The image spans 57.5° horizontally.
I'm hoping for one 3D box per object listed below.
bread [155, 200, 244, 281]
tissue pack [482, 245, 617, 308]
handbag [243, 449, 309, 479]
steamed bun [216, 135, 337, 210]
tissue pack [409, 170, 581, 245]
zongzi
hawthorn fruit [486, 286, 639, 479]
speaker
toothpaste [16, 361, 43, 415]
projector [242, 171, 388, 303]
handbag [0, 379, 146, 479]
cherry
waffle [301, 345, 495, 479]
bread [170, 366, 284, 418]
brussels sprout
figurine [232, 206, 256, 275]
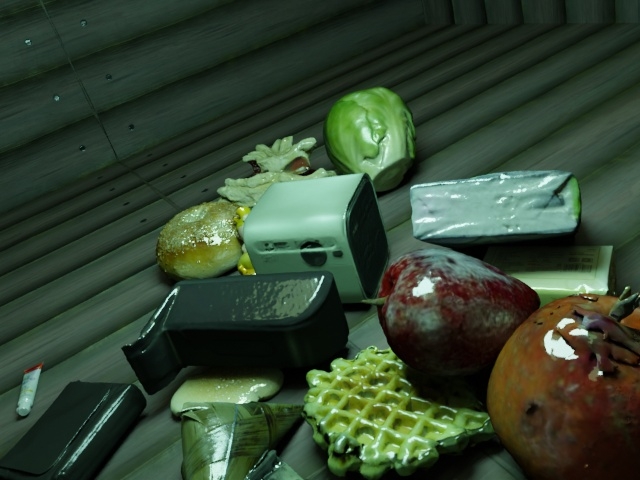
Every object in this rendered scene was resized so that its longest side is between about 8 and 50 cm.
[{"bbox_3d":[-0.323,-0.010,1.649,0.305,0.159,0.305,-15,28,8],"label":"bread"},{"bbox_3d":[0.419,0.092,1.083,0.234,0.125,0.159,-1,30,30],"label":"tissue pack"},{"bbox_3d":[-0.016,0.436,0.710,0.325,0.163,0.327,3,27,28],"label":"handbag"},{"bbox_3d":[-0.131,-0.222,1.898,0.427,0.189,0.247,-5,24,24],"label":"steamed bun"},{"bbox_3d":[0.364,-0.053,1.176,0.287,0.124,0.394,-3,-3,22],"label":"tissue pack"},{"bbox_3d":[-0.106,0.364,0.959,0.242,0.112,0.221,3,35,-19],"label":"zongzi"},{"bbox_3d":[0.369,0.183,0.780,0.275,0.308,0.276,-3,30,2],"label":"hawthorn fruit"},{"bbox_3d":[-0.154,0.186,1.128,0.388,0.180,0.184,-5,35,17],"label":"speaker"},{"bbox_3d":[-0.685,0.345,1.371,0.048,0.031,0.190,-26,27,-8],"label":"toothpaste"},{"bbox_3d":[0.000,0.000,1.353,0.249,0.249,0.248,-4,32,23],"label":"projector"},{"bbox_3d":[-0.487,0.385,1.146,0.223,0.080,0.247,-8,32,32],"label":"handbag"},{"bbox_3d":[0.218,0.117,0.969,0.300,0.203,0.230,0,9,-2],"label":"cherry"},{"bbox_3d":[0.117,0.276,0.981,0.297,0.073,0.317,-12,20,-8],"label":"waffle"},{"bbox_3d":[-0.171,0.285,1.173,0.250,0.039,0.181,-34,32,-29],"label":"bread"},{"bbox_3d":[0.153,-0.302,1.770,0.281,0.289,0.355,-11,50,-10],"label":"brussels sprout"},{"bbox_3d":[-0.163,0.027,1.488,0.131,0.156,0.246,-7,61,-28],"label":"figurine"}]
